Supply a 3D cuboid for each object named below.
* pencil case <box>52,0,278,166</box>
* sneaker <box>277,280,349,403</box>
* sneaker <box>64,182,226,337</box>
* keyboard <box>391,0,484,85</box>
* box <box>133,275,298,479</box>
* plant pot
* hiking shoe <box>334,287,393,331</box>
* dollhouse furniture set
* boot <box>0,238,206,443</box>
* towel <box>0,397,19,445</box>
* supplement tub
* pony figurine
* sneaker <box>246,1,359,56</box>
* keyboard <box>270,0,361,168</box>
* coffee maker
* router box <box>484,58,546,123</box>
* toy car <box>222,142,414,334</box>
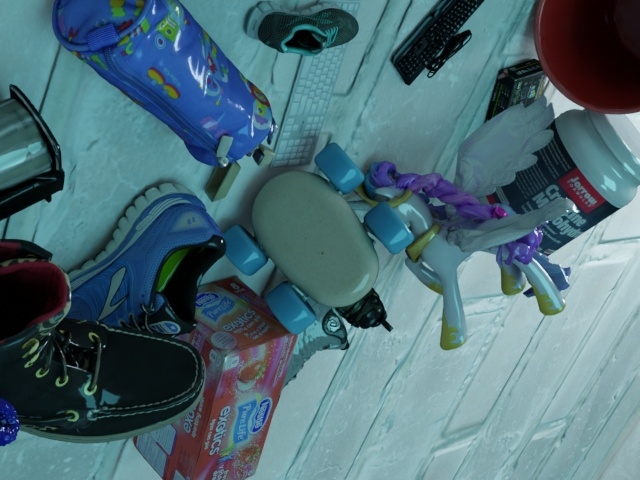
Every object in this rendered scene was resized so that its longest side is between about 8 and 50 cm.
[{"bbox_3d":[-0.166,-0.187,1.177,0.119,0.133,0.306,-20,150,17],"label":"pencil case"},{"bbox_3d":[-0.022,0.181,1.645,0.132,0.086,0.228,11,105,-23],"label":"sneaker"},{"bbox_3d":[-0.247,0.087,1.340,0.330,0.147,0.130,-51,147,3],"label":"sneaker"},{"bbox_3d":[0.191,-0.307,1.556,0.192,0.038,0.100,-48,147,0],"label":"keyboard"},{"bbox_3d":[-0.163,0.224,1.572,0.142,0.154,0.299,-16,133,-42],"label":"box"},{"bbox_3d":[0.524,-0.355,1.712,0.243,0.275,0.274,-25,141,-49],"label":"plant pot"},{"bbox_3d":[0.049,0.086,1.713,0.086,0.114,0.227,-54,147,6],"label":"hiking shoe"},{"bbox_3d":[-0.132,-0.097,1.363,0.081,0.091,0.114,14,116,-37],"label":"dollhouse furniture set"},{"bbox_3d":[-0.295,0.112,1.132,0.378,0.138,0.284,7,153,-13],"label":"boot"},{"bbox_3d":[-0.488,0.188,1.054,0.228,0.308,0.076,36,49,-56],"label":"towel"},{"bbox_3d":[0.418,-0.103,1.813,0.272,0.191,0.191,-37,154,27],"label":"supplement tub"},{"bbox_3d":[0.249,-0.017,1.658,0.351,0.302,0.363,-21,125,22],"label":"pony figurine"},{"bbox_3d":[-0.011,-0.257,1.326,0.167,0.076,0.065,-11,132,-37],"label":"sneaker"},{"bbox_3d":[-0.009,-0.210,1.441,0.072,0.014,0.256,-13,132,-42],"label":"keyboard"},{"bbox_3d":[-0.364,-0.052,1.089,0.178,0.120,0.171,-32,144,-24],"label":"coffee maker"},{"bbox_3d":[0.331,-0.240,1.785,0.092,0.038,0.122,-21,138,-35],"label":"router box"},{"bbox_3d":[0.000,0.000,1.555,0.219,0.210,0.238,-40,176,3],"label":"toy car"}]
